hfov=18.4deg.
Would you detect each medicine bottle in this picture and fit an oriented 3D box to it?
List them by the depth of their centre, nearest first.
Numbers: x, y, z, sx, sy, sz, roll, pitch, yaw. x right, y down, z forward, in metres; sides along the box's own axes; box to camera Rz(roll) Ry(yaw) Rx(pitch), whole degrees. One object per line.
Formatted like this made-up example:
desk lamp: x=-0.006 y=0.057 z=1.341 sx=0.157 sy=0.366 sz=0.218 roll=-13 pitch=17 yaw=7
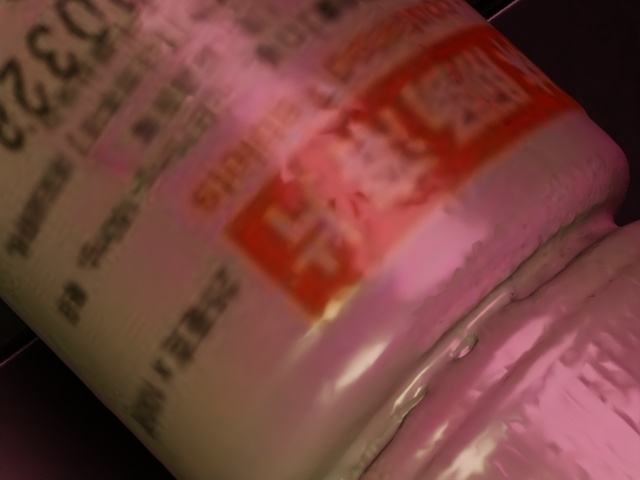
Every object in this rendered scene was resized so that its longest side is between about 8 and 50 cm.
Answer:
medicine bottle: x=0.000 y=0.000 z=0.790 sx=0.219 sy=0.219 sz=0.388 roll=-38 pitch=74 yaw=-27
